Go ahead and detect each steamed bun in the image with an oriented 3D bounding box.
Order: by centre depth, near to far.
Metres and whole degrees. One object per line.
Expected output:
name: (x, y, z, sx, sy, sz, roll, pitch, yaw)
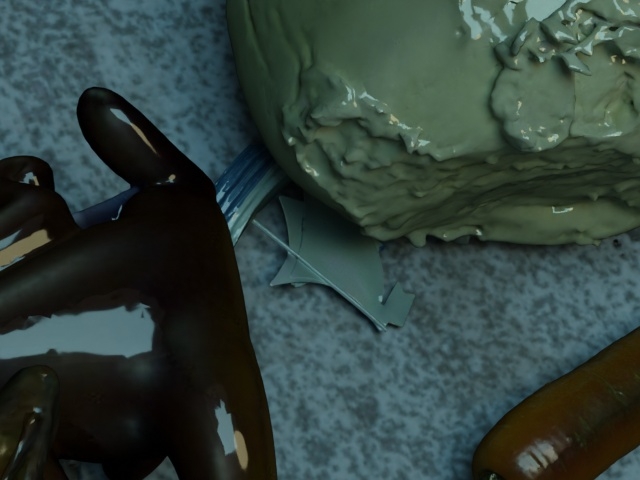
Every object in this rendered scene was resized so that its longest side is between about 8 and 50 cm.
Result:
steamed bun: (0.118, -0.168, 1.025, 0.334, 0.233, 0.312, -5, 69, -28)

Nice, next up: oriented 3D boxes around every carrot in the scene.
carrot: (0.180, 0.103, 1.038, 0.225, 0.067, 0.067, -30, 80, -27)

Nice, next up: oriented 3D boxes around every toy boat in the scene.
toy boat: (-0.002, -0.011, 1.045, 0.149, 0.034, 0.105, 18, 65, -9)

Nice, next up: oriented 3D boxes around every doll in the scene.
doll: (-0.184, 0.096, 0.852, 0.340, 0.209, 0.317, -14, 76, -19)

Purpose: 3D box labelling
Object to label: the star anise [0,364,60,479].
star anise: (-0.182, 0.184, 0.677, 0.315, 0.108, 0.315, 1, 88, -19)
